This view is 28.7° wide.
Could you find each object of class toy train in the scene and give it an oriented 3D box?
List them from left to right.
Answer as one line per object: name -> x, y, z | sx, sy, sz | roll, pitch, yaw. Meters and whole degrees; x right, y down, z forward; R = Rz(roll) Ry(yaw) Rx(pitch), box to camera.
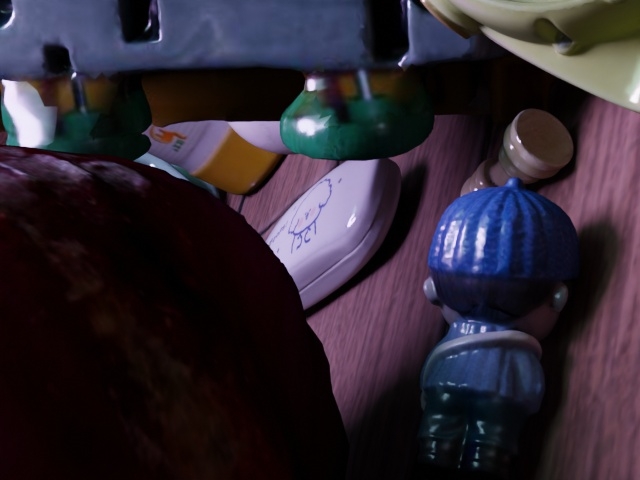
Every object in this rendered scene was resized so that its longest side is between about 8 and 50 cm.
toy train -> -0.041, -0.156, 0.715 | 0.249, 0.429, 0.178 | -59, -33, -69

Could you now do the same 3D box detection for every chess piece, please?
chess piece -> 0.095, -0.029, 0.663 | 0.092, 0.035, 0.035 | 128, 159, -51

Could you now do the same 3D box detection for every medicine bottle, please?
medicine bottle -> -0.130, -0.195, 1.250 | 0.238, 0.232, 0.238 | -57, 18, 29

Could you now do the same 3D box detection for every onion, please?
onion -> -0.093, 0.150, 0.547 | 0.420, 0.398, 0.398 | 10, 73, 36

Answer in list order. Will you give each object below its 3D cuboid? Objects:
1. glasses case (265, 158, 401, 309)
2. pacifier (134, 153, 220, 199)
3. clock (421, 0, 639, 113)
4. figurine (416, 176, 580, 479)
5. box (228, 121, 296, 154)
glasses case -> 0.000, 0.000, 0.884 | 0.197, 0.049, 0.076 | -38, 31, 58
pacifier -> -0.243, 0.047, 1.362 | 0.343, 0.288, 0.269 | -44, -33, -24
clock -> 0.095, -0.158, 0.518 | 0.069, 0.232, 0.170 | 1, -68, -63
figurine -> 0.072, 0.039, 0.562 | 0.077, 0.079, 0.136 | 2, 56, 28
box -> 0.027, -0.253, 1.003 | 0.289, 0.141, 0.349 | -51, 22, 43
